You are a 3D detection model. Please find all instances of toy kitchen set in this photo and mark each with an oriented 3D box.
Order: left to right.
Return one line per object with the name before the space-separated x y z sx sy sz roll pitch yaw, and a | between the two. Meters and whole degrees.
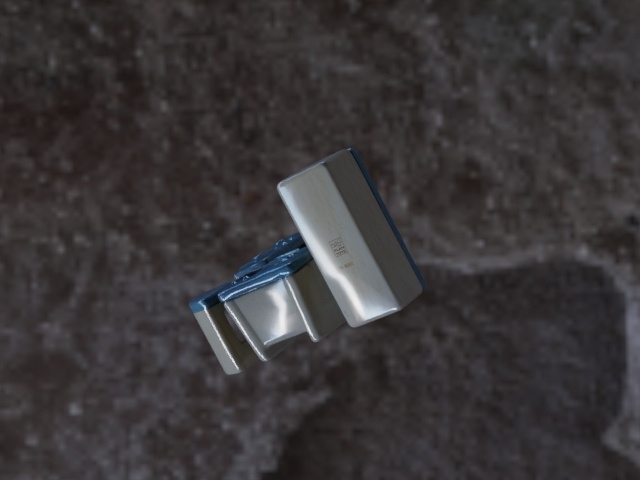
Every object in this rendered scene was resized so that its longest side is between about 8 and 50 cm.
toy kitchen set | 0.000 0.000 1.371 0.166 0.207 0.122 -34 -82 -51
